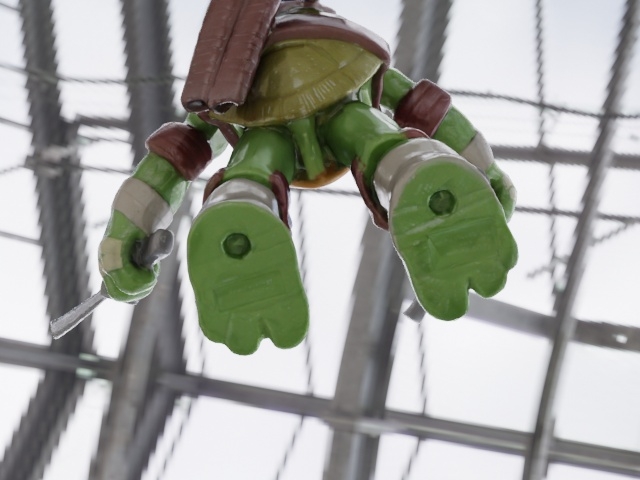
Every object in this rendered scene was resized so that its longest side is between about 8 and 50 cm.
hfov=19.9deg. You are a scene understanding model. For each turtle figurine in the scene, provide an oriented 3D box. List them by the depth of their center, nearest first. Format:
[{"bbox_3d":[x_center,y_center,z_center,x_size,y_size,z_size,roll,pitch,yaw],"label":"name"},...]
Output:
[{"bbox_3d":[0.000,0.000,0.895,0.266,0.198,0.274,-109,-139,-70],"label":"turtle figurine"}]
